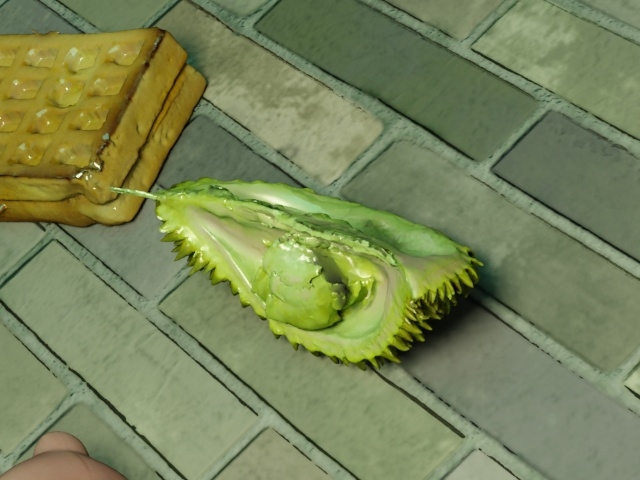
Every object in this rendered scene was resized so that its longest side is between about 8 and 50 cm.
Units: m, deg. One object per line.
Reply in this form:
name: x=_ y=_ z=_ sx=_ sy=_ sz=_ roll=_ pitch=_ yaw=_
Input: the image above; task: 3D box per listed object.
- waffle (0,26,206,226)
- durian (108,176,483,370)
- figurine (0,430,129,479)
waffle: x=-0.303 y=-0.122 z=2.097 sx=0.328 sy=0.098 sz=0.224 roll=2 pitch=52 yaw=34
durian: x=0.000 y=0.004 z=1.750 sx=0.356 sy=0.169 sz=0.157 roll=17 pitch=65 yaw=38
figurine: x=-0.221 y=0.258 z=1.662 sx=0.173 sy=0.173 sz=0.173 roll=-16 pitch=46 yaw=18
